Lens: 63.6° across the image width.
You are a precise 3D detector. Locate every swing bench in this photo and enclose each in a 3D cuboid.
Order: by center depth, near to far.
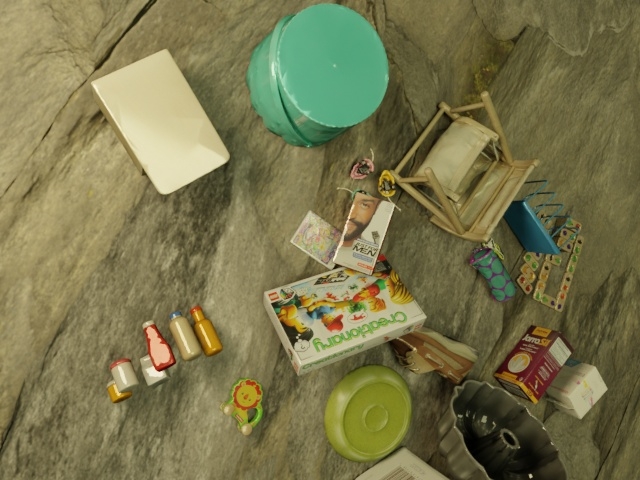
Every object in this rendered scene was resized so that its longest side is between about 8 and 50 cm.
[{"bbox_3d":[0.349,-0.171,1.250,0.255,0.165,0.253,43,75,-24],"label":"swing bench"}]

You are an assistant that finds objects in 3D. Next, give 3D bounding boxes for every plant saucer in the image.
[{"bbox_3d":[0.126,0.422,1.242,0.241,0.037,0.240,-1,93,-23],"label":"plant saucer"}]

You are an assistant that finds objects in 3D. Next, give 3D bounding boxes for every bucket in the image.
[{"bbox_3d":[-0.006,-0.342,1.081,0.282,0.183,0.280,-1,92,-22],"label":"bucket"}]

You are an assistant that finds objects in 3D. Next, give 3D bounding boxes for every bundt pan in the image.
[{"bbox_3d":[0.418,0.508,1.240,0.331,0.330,0.124,18,123,-22],"label":"bundt pan"}]

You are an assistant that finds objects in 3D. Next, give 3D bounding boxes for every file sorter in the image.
[{"bbox_3d":[0.571,-0.063,1.354,0.104,0.118,0.170,-41,102,-11],"label":"file sorter"}]

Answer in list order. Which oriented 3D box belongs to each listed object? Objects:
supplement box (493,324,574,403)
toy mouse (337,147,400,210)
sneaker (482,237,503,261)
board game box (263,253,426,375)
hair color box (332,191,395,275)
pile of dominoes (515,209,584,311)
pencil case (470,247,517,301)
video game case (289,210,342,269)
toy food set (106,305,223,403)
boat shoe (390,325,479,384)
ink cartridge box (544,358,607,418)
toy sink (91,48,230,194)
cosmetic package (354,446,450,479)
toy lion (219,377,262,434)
[{"bbox_3d":[0.572,0.329,1.386,0.188,0.104,0.081,-47,107,-15],"label":"supplement box"},{"bbox_3d":[0.102,-0.131,1.214,0.143,0.031,0.160,-13,93,-13],"label":"toy mouse"},{"bbox_3d":[0.457,0.019,1.372,0.083,0.031,0.035,58,30,1],"label":"sneaker"},{"bbox_3d":[0.052,0.154,1.132,0.306,0.053,0.193,-17,54,-21],"label":"board game box"},{"bbox_3d":[0.098,-0.013,1.155,0.093,0.053,0.167,18,86,10],"label":"hair color box"},{"bbox_3d":[0.656,0.057,1.447,0.196,0.040,0.251,23,83,-22],"label":"pile of dominoes"},{"bbox_3d":[0.451,0.089,1.350,0.070,0.064,0.151,-31,107,21],"label":"pencil case"},{"bbox_3d":[0.000,0.000,1.189,0.122,0.011,0.087,35,79,-20],"label":"video game case"},{"bbox_3d":[-0.324,0.217,1.019,0.232,0.111,0.104,-26,71,-9],"label":"toy food set"},{"bbox_3d":[0.241,0.265,1.242,0.325,0.123,0.116,25,85,-19],"label":"boat shoe"},{"bbox_3d":[0.710,0.421,1.454,0.143,0.092,0.089,-39,106,-15],"label":"ink cartridge box"},{"bbox_3d":[-0.303,-0.212,0.992,0.153,0.131,0.234,-34,99,-18],"label":"toy sink"},{"bbox_3d":[0.270,0.751,1.209,0.162,0.230,0.452,-26,102,-21],"label":"cosmetic package"},{"bbox_3d":[-0.162,0.355,1.126,0.096,0.034,0.100,-43,107,-24],"label":"toy lion"}]
